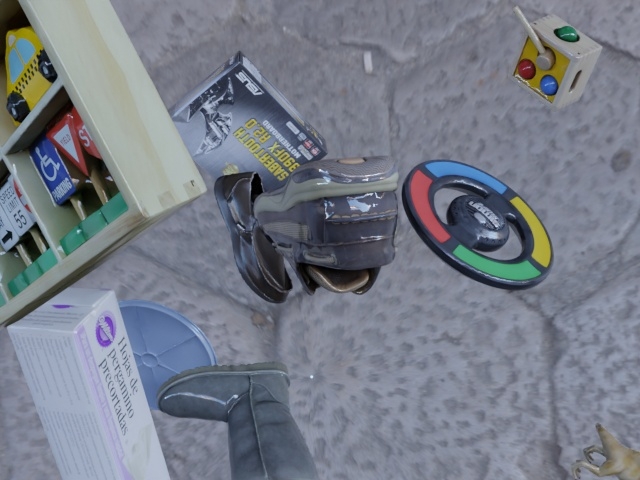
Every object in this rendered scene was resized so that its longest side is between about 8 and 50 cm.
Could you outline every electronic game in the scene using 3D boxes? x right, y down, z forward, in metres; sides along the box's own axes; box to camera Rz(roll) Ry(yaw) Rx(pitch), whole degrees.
[{"bbox_3d":[0.212,-0.025,1.236,0.229,0.048,0.229,19,41,-17],"label":"electronic game"}]

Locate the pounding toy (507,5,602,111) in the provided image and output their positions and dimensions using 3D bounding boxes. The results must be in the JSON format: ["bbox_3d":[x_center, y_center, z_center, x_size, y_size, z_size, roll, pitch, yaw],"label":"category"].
[{"bbox_3d":[0.375,-0.309,1.533,0.100,0.141,0.130,-27,57,-33],"label":"pounding toy"}]

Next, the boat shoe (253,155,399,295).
[{"bbox_3d":[0.000,0.000,1.037,0.132,0.355,0.130,-5,84,-9],"label":"boat shoe"}]

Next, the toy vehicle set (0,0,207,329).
[{"bbox_3d":[-0.171,-0.050,0.483,0.035,0.267,0.166,-29,91,-39],"label":"toy vehicle set"}]

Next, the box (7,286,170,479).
[{"bbox_3d":[-0.172,0.191,0.775,0.067,0.063,0.324,0,118,21],"label":"box"}]

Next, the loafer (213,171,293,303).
[{"bbox_3d":[-0.093,-0.009,1.421,0.078,0.080,0.220,-25,87,27],"label":"loafer"}]

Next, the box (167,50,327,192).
[{"bbox_3d":[-0.129,-0.182,1.584,0.183,0.056,0.231,-36,119,17],"label":"box"}]

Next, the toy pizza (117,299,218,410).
[{"bbox_3d":[-0.242,0.164,1.342,0.201,0.032,0.201,7,122,11],"label":"toy pizza"}]

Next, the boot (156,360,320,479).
[{"bbox_3d":[-0.104,0.243,1.116,0.189,0.076,0.208,-12,42,-1],"label":"boot"}]

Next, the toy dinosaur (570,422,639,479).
[{"bbox_3d":[0.344,0.256,1.076,0.183,0.092,0.053,49,47,-20],"label":"toy dinosaur"}]
